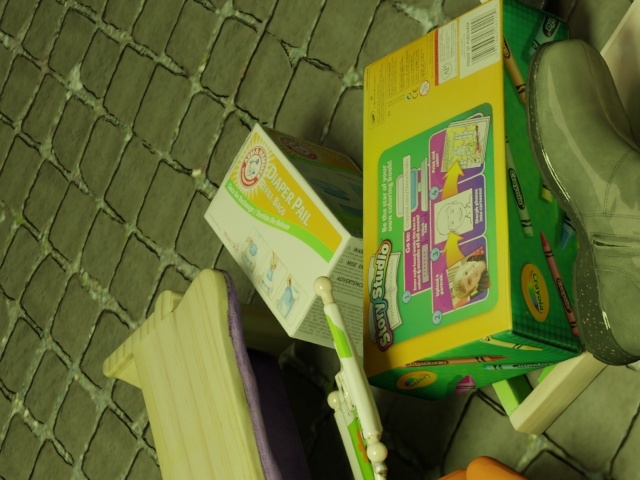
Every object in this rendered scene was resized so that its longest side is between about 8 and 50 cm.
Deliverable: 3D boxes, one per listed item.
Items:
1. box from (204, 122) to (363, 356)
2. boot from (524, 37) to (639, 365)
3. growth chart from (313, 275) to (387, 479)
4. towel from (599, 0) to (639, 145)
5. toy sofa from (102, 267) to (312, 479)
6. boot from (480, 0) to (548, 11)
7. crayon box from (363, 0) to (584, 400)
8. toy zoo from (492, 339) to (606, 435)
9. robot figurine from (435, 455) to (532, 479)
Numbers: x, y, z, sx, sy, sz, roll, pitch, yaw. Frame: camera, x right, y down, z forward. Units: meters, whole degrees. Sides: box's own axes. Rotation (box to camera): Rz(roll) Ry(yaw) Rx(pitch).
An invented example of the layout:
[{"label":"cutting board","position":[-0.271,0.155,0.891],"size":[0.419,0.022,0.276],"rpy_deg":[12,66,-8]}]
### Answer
[{"label":"box","position":[0.000,0.000,1.605],"size":[0.103,0.114,0.203],"rpy_deg":[-59,37,17]},{"label":"boot","position":[0.234,-0.041,1.264],"size":[0.161,0.083,0.246],"rpy_deg":[-26,73,54]},{"label":"growth chart","position":[0.032,0.151,1.446],"size":[0.237,0.021,0.172],"rpy_deg":[85,169,-62]},{"label":"towel","position":[0.344,-0.138,1.263],"size":[0.317,0.053,0.332],"rpy_deg":[-58,38,20]},{"label":"toy sofa","position":[-0.047,0.210,1.536],"size":[0.177,0.150,0.362],"rpy_deg":[-44,48,35]},{"label":"boot","position":[0.170,-0.260,1.522],"size":[0.086,0.069,0.190],"rpy_deg":[-39,46,41]},{"label":"crayon box","position":[0.114,-0.031,1.441],"size":[0.165,0.081,0.278],"rpy_deg":[-24,59,47]},{"label":"toy zoo","position":[0.166,-0.017,1.465],"size":[0.192,0.030,0.293],"rpy_deg":[-51,42,28]},{"label":"robot figurine","position":[0.141,0.243,1.316],"size":[0.219,0.128,0.158],"rpy_deg":[32,99,54]}]
